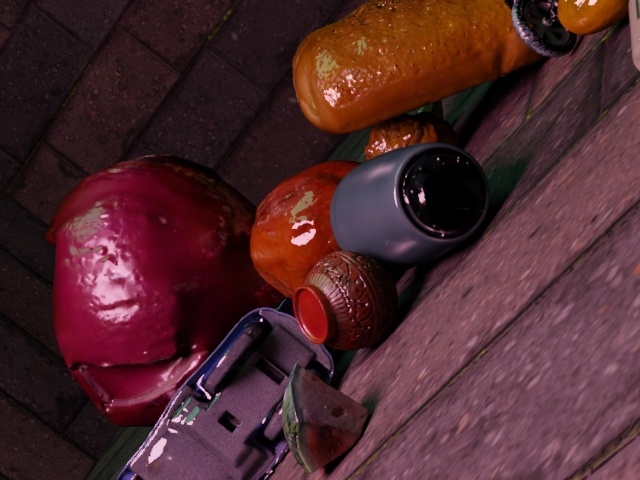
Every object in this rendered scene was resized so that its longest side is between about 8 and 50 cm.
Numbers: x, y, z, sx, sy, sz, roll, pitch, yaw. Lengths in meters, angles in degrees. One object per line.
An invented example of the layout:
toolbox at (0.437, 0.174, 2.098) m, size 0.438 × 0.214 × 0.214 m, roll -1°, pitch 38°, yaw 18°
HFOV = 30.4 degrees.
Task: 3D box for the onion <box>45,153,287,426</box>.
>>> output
onion at (-0.146, 0.044, 1.602) m, size 0.420 × 0.398 × 0.398 m, roll -21°, pitch 18°, yaw 21°

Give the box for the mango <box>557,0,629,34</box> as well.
mango at (0.302, -0.274, 1.142) m, size 0.190 × 0.075 × 0.098 m, roll -50°, pitch 1°, yaw 28°

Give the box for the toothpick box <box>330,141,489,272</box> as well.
toothpick box at (0.089, -0.034, 1.156) m, size 0.120 × 0.120 × 0.184 m, roll -54°, pitch 10°, yaw -15°

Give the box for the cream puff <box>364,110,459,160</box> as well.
cream puff at (0.121, -0.123, 1.517) m, size 0.116 × 0.122 × 0.094 m, roll 33°, pitch 103°, yaw 63°

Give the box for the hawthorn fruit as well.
hawthorn fruit at (0.008, 0.000, 1.321) m, size 0.179 × 0.173 × 0.173 m, roll -38°, pitch 11°, yaw 22°

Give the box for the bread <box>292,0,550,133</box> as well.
bread at (0.119, -0.255, 1.515) m, size 0.337 × 0.148 × 0.328 m, roll -21°, pitch 9°, yaw 4°

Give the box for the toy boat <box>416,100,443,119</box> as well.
toy boat at (0.114, -0.101, 1.682) m, size 0.293 × 0.055 × 0.093 m, roll -56°, pitch 6°, yaw -31°

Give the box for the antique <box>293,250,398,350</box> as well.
antique at (0.028, 0.059, 1.155) m, size 0.104 × 0.104 × 0.104 m, roll -51°, pitch 6°, yaw 7°

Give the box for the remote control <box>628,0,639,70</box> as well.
remote control at (0.282, -0.188, 0.948) m, size 0.078 × 0.042 × 0.221 m, roll -48°, pitch 7°, yaw 28°

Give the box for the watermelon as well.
watermelon at (0.000, 0.146, 0.997) m, size 0.072 × 0.092 × 0.084 m, roll -14°, pitch 4°, yaw -18°

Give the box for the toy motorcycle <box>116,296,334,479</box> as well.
toy motorcycle at (-0.112, 0.217, 1.231) m, size 0.358 × 0.125 × 0.212 m, roll -50°, pitch -4°, yaw -8°

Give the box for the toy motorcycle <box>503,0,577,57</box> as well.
toy motorcycle at (0.270, -0.342, 1.366) m, size 0.315 × 0.169 × 0.113 m, roll -56°, pitch 6°, yaw -35°
